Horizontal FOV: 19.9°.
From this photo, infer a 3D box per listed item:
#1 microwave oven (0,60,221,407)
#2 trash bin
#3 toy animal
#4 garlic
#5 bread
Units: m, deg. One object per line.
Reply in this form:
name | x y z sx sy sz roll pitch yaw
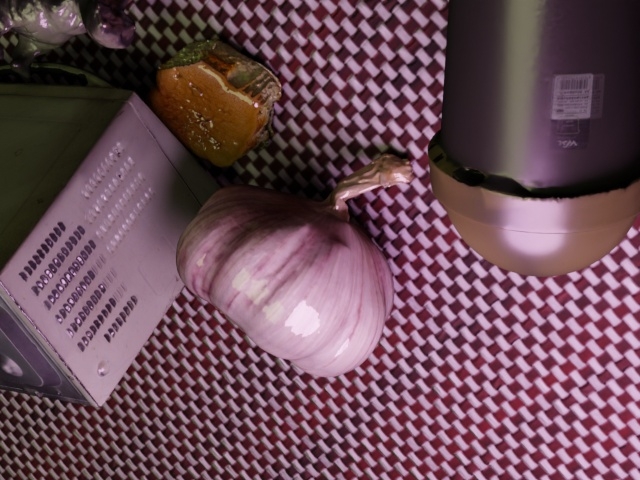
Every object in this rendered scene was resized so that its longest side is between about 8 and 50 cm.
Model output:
microwave oven | -0.351 -0.004 2.078 0.394 0.333 0.247 6 144 40
trash bin | 0.204 -0.126 1.678 0.214 0.214 0.333 13 120 31
toy animal | -0.308 -0.269 2.027 0.343 0.168 0.106 7 166 32
garlic | 0.000 0.000 1.947 0.245 0.245 0.253 43 104 6
bread | -0.115 -0.156 2.005 0.140 0.069 0.128 35 133 13
